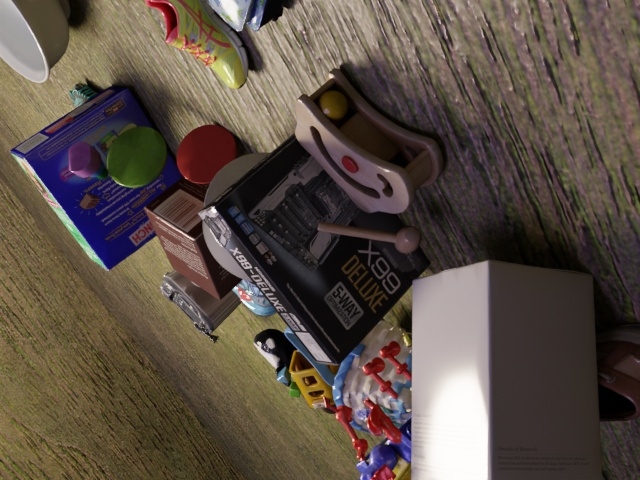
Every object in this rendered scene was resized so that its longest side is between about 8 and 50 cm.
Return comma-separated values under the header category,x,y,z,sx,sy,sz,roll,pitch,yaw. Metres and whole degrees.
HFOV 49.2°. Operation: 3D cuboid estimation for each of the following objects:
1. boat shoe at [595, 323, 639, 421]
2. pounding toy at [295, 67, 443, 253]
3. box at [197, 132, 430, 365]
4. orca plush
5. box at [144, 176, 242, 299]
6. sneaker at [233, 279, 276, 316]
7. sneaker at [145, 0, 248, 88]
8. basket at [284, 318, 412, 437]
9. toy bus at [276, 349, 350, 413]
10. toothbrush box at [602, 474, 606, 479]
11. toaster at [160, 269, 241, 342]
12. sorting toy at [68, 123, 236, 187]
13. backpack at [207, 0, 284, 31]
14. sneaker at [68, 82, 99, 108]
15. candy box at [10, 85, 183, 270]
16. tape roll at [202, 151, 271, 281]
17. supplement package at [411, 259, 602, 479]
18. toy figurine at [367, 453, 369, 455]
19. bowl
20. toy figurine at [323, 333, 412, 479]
category,x,y,z,sx,sy,sz,roll,pitch,yaw
boat shoe,0.355,0.204,0.992,0.123,0.116,0.324,45,154,2
pounding toy,0.057,-0.092,0.966,0.269,0.155,0.154,47,159,-2
box,0.000,0.000,1.089,0.307,0.242,0.076,54,153,-14
orca plush,-0.026,0.302,1.729,0.287,0.151,0.102,45,123,9
box,-0.236,-0.020,1.495,0.168,0.167,0.203,29,150,31
sneaker,-0.185,0.057,1.646,0.262,0.104,0.125,33,134,16
sneaker,-0.196,-0.318,1.093,0.208,0.094,0.081,53,152,-18
basket,0.089,0.255,1.346,0.289,0.201,0.254,14,154,38
toy bus,0.007,0.336,1.604,0.202,0.104,0.191,22,125,-4
toothbrush box,0.368,0.405,1.256,0.216,0.126,0.295,0,130,56
toaster,-0.302,0.143,1.853,0.227,0.146,0.129,45,155,4
sorting toy,-0.321,-0.148,1.406,0.366,0.127,0.126,0,164,15
backpack,-0.107,-0.347,0.929,0.114,0.084,0.105,46,152,7
sneaker,-0.548,-0.333,1.639,0.166,0.065,0.076,4,128,52
candy box,-0.469,-0.138,1.559,0.122,0.268,0.317,22,146,52
tape roll,-0.089,-0.040,1.188,0.219,0.219,0.072,42,154,9
supplement package,0.236,0.188,0.912,0.175,0.292,0.177,8,166,-23
toy figurine,0.189,0.475,1.523,0.148,0.209,0.213,12,145,24
bowl,-0.609,-0.483,1.426,0.298,0.134,0.298,34,151,22
toy figurine,0.132,0.297,1.132,0.191,0.362,0.217,42,132,18
